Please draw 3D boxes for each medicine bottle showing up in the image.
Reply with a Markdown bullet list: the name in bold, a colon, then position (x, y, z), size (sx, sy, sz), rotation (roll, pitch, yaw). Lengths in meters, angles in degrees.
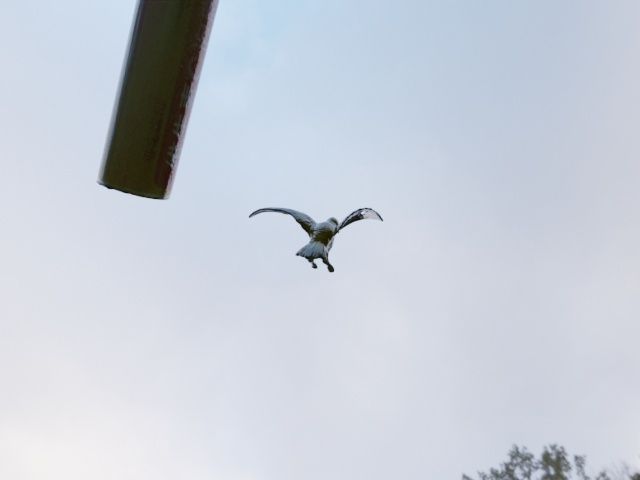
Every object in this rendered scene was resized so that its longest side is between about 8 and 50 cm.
- **medicine bottle**: position (-0.177, -0.264, 0.573), size (0.108, 0.108, 0.426), rotation (13, -80, -19)

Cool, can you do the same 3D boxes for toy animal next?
- **toy animal**: position (0.000, 0.000, 0.750), size (0.219, 0.155, 0.095), rotation (5, -103, 18)
